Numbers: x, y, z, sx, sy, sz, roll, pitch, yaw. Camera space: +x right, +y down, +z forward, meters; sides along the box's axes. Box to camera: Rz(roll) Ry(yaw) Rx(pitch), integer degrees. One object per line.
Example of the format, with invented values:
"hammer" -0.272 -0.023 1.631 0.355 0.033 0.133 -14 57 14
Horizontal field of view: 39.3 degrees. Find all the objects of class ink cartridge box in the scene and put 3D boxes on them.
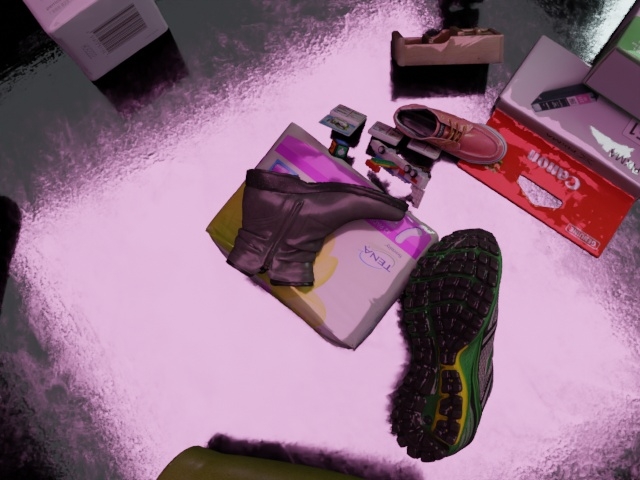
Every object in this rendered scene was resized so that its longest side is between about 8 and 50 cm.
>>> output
"ink cartridge box" 0.391 -0.147 1.399 0.275 0.060 0.239 34 83 6
"ink cartridge box" 0.569 -0.305 1.353 0.211 0.121 0.289 34 70 5

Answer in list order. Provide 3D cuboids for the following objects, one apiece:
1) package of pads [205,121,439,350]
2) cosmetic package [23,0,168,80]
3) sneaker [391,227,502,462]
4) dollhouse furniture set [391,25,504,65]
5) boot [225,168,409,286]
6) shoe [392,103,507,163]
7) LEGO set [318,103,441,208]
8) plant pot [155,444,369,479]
"package of pads" 0.000 0.000 1.365 0.296 0.101 0.229 38 84 7
"cosmetic package" -0.444 -0.494 1.383 0.161 0.230 0.453 -36 82 -3
"sneaker" 0.196 0.149 1.324 0.134 0.146 0.343 13 89 31
"dollhouse furniture set" 0.193 -0.396 1.366 0.161 0.212 0.242 -2 109 0
"boot" -0.005 -0.008 1.289 0.247 0.083 0.161 9 93 1
"shoe" 0.197 -0.163 1.378 0.178 0.081 0.063 24 105 14
"LEGO set" 0.081 -0.131 1.329 0.182 0.244 0.060 24 110 4
"plant pot" -0.068 0.451 1.203 0.353 0.366 0.366 19 83 16
